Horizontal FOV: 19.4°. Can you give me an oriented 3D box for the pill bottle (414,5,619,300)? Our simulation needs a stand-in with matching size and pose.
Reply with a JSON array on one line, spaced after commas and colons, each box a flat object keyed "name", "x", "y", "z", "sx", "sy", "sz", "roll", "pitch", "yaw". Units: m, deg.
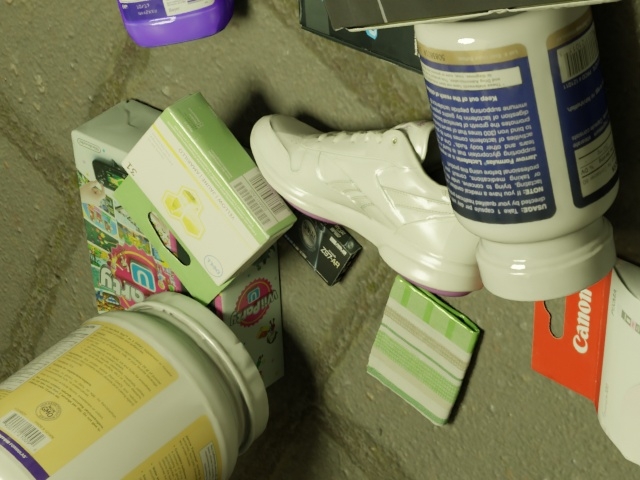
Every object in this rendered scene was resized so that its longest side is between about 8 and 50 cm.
[{"name": "pill bottle", "x": 0.179, "y": -0.091, "z": 1.638, "sx": 0.153, "sy": 0.153, "sz": 0.265, "roll": 11, "pitch": 123, "yaw": 43}]

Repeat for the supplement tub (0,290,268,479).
[{"name": "supplement tub", "x": -0.240, "y": 0.224, "z": 2.016, "sx": 0.241, "sy": 0.331, "sz": 0.241, "roll": 30, "pitch": 139, "yaw": 30}]

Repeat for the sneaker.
[{"name": "sneaker", "x": 0.062, "y": -0.071, "z": 1.844, "sx": 0.305, "sy": 0.114, "sz": 0.152, "roll": 32, "pitch": 115, "yaw": 31}]

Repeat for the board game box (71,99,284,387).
[{"name": "board game box", "x": -0.159, "y": 0.017, "z": 2.131, "sx": 0.224, "sy": 0.097, "sz": 0.303, "roll": 24, "pitch": 134, "yaw": 34}]

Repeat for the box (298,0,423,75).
[{"name": "box", "x": 0.054, "y": -0.277, "z": 1.722, "sx": 0.175, "sy": 0.051, "sz": 0.220, "roll": 25, "pitch": 132, "yaw": 35}]

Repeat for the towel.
[{"name": "towel", "x": 0.110, "y": 0.115, "z": 1.975, "sx": 0.113, "sy": 0.023, "sz": 0.152, "roll": 37, "pitch": 136, "yaw": 21}]

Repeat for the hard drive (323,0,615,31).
[{"name": "hard drive", "x": 0.190, "y": -0.241, "z": 1.449, "sx": 0.339, "sy": 0.237, "sz": 0.064, "roll": -2, "pitch": 115, "yaw": 47}]

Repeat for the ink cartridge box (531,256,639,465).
[{"name": "ink cartridge box", "x": 0.283, "y": 0.111, "z": 1.754, "sx": 0.232, "sy": 0.066, "sz": 0.189, "roll": 23, "pitch": 132, "yaw": 30}]

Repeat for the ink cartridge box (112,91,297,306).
[{"name": "ink cartridge box", "x": -0.141, "y": -0.028, "z": 1.963, "sx": 0.171, "sy": 0.056, "sz": 0.235, "roll": 52, "pitch": 139, "yaw": 4}]

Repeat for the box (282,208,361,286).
[{"name": "box", "x": 0.000, "y": 0.000, "z": 2.007, "sx": 0.083, "sy": 0.018, "sz": 0.067, "roll": 47, "pitch": 142, "yaw": 12}]

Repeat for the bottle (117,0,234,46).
[{"name": "bottle", "x": -0.172, "y": -0.339, "z": 1.875, "sx": 0.118, "sy": 0.092, "sz": 0.283, "roll": -10, "pitch": 113, "yaw": 14}]
